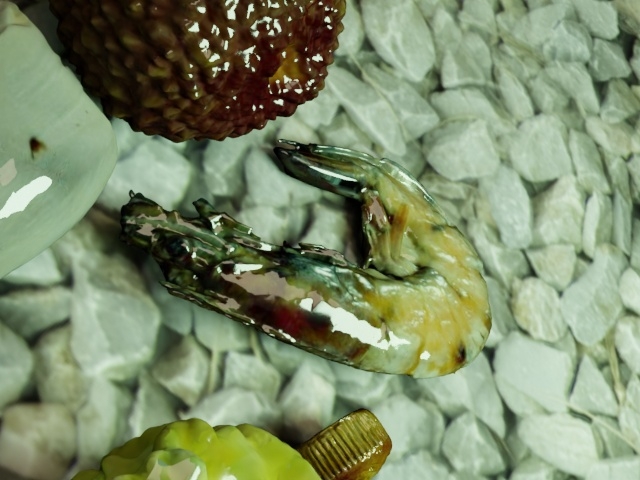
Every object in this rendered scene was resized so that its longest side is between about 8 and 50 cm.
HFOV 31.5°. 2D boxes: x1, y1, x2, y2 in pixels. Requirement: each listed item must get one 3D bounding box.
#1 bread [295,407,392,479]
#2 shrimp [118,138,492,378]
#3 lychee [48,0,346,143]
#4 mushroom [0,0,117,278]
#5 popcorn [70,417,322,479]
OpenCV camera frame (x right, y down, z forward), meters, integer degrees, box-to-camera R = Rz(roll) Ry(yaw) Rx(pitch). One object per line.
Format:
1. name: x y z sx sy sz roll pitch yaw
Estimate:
1. bread: 0.018 0.173 0.903 0.085 0.085 0.053 -26 77 -38
2. shrimp: 0.000 0.000 0.989 0.365 0.071 0.233 19 50 -23
3. lychee: -0.110 -0.210 0.908 0.271 0.271 0.271 14 62 -27
4. mushroom: -0.275 -0.018 0.791 0.159 0.122 0.328 38 56 -2
5. popcorn: -0.085 0.229 0.724 0.249 0.225 0.249 15 53 -20
